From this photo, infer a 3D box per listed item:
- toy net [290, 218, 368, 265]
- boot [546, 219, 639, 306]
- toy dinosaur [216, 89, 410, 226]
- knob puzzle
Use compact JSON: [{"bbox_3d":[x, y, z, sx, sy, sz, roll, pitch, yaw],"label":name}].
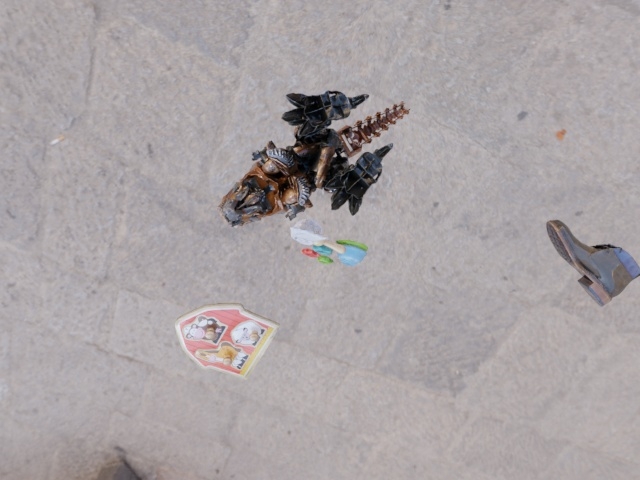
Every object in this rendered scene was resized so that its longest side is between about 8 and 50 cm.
[{"bbox_3d":[0.000,0.000,0.942,0.122,0.045,0.232,5,163,32],"label":"toy net"},{"bbox_3d":[0.559,0.022,0.976,0.106,0.082,0.219,-37,102,11],"label":"boot"},{"bbox_3d":[-0.008,-0.130,0.711,0.164,0.218,0.322,38,79,-12],"label":"toy dinosaur"},{"bbox_3d":[-0.206,0.205,0.975,0.213,0.030,0.213,-1,121,-2],"label":"knob puzzle"}]
